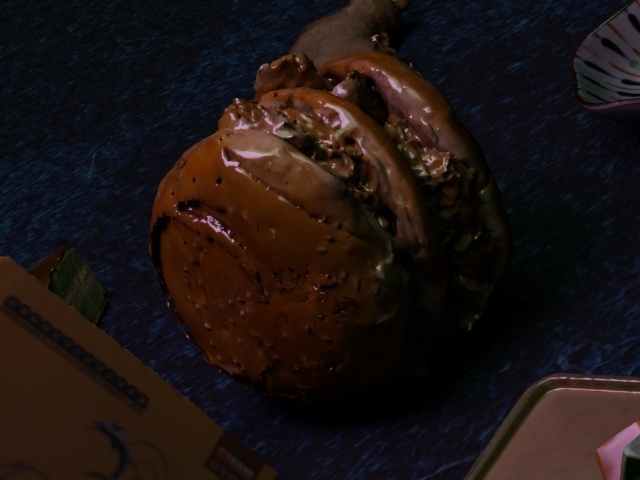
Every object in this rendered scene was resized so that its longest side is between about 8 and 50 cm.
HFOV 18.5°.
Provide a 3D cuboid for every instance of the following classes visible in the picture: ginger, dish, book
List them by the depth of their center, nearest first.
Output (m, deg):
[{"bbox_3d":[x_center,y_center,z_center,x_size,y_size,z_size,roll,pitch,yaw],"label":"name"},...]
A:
[{"bbox_3d":[-0.213,0.218,1.307,0.032,0.269,0.389,-41,13,49],"label":"book"},{"bbox_3d":[0.297,-0.144,1.595,0.190,0.066,0.191,-26,29,15],"label":"dish"},{"bbox_3d":[0.017,-0.181,1.925,0.137,0.074,0.213,-11,36,16],"label":"ginger"}]

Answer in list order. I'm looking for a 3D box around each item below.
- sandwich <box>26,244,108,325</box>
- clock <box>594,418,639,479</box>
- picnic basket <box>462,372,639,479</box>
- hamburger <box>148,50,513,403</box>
[{"bbox_3d":[-0.267,0.065,1.794,0.116,0.074,0.074,-19,32,24],"label":"sandwich"},{"bbox_3d":[0.268,0.127,0.893,0.309,0.235,0.166,-13,51,-5],"label":"clock"},{"bbox_3d":[0.151,0.204,1.081,0.165,0.139,0.267,-1,39,43],"label":"picnic basket"},{"bbox_3d":[0.011,0.001,1.481,0.211,0.260,0.245,-31,67,-34],"label":"hamburger"}]
